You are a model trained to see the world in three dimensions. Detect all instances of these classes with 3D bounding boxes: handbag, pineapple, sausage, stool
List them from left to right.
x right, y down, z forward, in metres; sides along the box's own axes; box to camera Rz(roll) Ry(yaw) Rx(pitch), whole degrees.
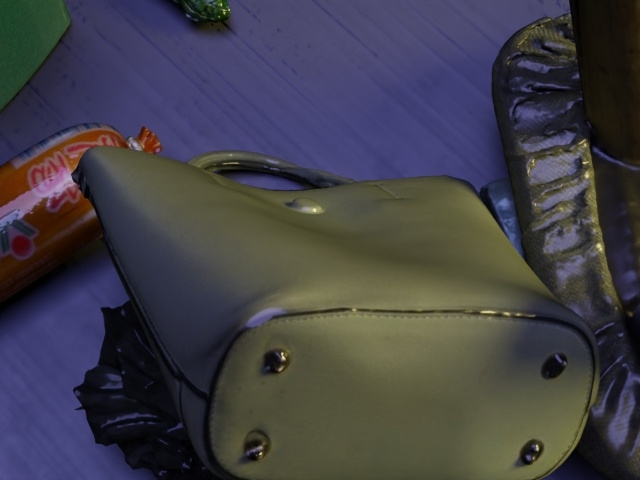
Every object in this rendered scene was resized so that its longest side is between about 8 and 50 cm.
[{"bbox_3d":[-0.195,0.001,0.926,0.234,0.071,0.071,-35,67,-10],"label":"sausage"},{"bbox_3d":[-0.021,0.120,0.830,0.248,0.128,0.128,35,73,23],"label":"pineapple"},{"bbox_3d":[0.000,0.000,0.824,0.241,0.109,0.315,5,29,-20],"label":"handbag"},{"bbox_3d":[0.267,-0.051,0.810,0.310,0.226,0.310,-8,65,-7],"label":"stool"}]

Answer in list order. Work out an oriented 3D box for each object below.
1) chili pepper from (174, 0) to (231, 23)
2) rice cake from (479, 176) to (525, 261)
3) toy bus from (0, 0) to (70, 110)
[{"bbox_3d":[-0.142,-0.211,1.031,0.227,0.059,0.088,42,81,16],"label":"chili pepper"},{"bbox_3d":[0.140,0.041,0.896,0.042,0.030,0.180,-18,66,-9],"label":"rice cake"},{"bbox_3d":[-0.244,-0.181,0.914,0.147,0.256,0.128,32,72,15],"label":"toy bus"}]
